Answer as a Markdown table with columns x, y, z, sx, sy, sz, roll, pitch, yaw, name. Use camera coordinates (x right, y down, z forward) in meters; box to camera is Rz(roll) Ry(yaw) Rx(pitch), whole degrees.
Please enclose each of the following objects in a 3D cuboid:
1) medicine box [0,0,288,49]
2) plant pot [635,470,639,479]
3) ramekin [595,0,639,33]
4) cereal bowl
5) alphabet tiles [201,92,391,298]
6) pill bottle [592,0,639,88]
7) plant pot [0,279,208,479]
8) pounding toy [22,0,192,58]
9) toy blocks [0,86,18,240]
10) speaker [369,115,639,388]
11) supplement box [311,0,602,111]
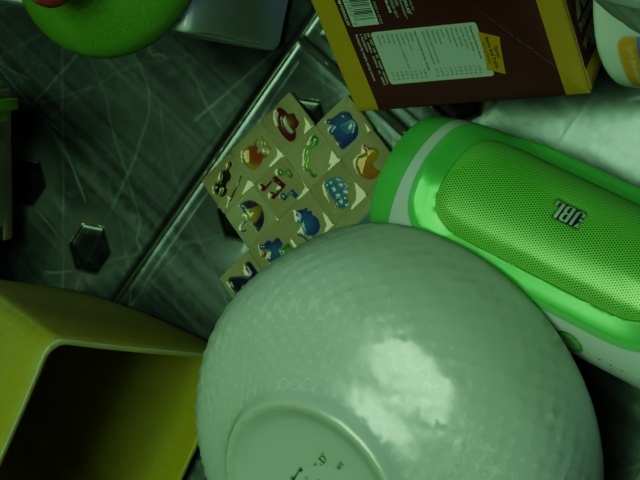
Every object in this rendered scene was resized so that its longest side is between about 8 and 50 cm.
| x | y | z | sx | sy | sz | roll | pitch | yaw | name |
| --- | --- | --- | --- | --- | --- | --- | --- | --- | --- |
| -0.166 | -0.319 | 1.364 | 0.289 | 0.149 | 0.263 | 14 | 95 | 29 | medicine box |
| 0.353 | 0.227 | 1.000 | 0.280 | 0.323 | 0.323 | 10 | 94 | 46 | plant pot |
| 0.255 | -0.240 | 0.981 | 0.273 | 0.127 | 0.273 | -10 | 66 | 23 | ramekin |
| 0.032 | 0.164 | 1.184 | 0.339 | 0.141 | 0.339 | 15 | 117 | 33 | cereal bowl |
| 0.000 | 0.000 | 1.344 | 0.198 | 0.009 | 0.237 | -44 | 69 | 22 | alphabet tiles |
| 0.337 | -0.172 | 1.078 | 0.272 | 0.152 | 0.152 | 7 | 92 | 29 | pill bottle |
| -0.241 | 0.140 | 1.375 | 0.187 | 0.212 | 0.212 | 36 | 106 | 39 | plant pot |
| -0.173 | -0.256 | 1.219 | 0.237 | 0.110 | 0.183 | -45 | 70 | 21 | pounding toy |
| -0.437 | -0.025 | 1.512 | 0.381 | 0.191 | 0.261 | 9 | 104 | 29 | toy blocks |
| 0.186 | 0.013 | 1.173 | 0.296 | 0.131 | 0.131 | 28 | 102 | 27 | speaker |
| 0.102 | -0.215 | 1.171 | 0.194 | 0.129 | 0.191 | -2 | 131 | 29 | supplement box |
